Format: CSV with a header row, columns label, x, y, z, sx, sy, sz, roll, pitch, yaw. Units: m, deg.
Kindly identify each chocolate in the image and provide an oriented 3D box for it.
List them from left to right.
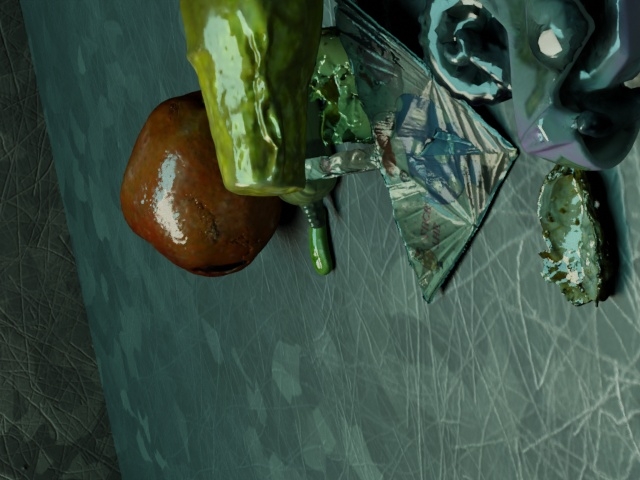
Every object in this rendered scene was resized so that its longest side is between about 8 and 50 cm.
label,x,y,z,sx,sy,sz,roll,pitch,yaw
chocolate,-0.061,-0.266,1.081,0.162,0.162,0.445,166,102,-66

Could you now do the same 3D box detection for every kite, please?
label,x,y,z,sx,sy,sz,roll,pitch,yaw
kite,0.073,-0.086,1.093,0.314,0.011,0.335,1,115,51

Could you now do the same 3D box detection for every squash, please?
label,x,y,z,sx,sy,sz,roll,pitch,yaw
squash,-0.001,0.000,1.366,0.027,0.027,0.089,17,117,62

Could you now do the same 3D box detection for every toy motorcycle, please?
label,x,y,z,sx,sy,sz,roll,pitch,yaw
toy motorcycle,0.196,-0.170,0.726,0.188,0.143,0.327,59,138,13

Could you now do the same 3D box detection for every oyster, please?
label,x,y,z,sx,sy,sz,roll,pitch,yaw
oyster,0.212,-0.008,0.899,0.086,0.029,0.132,42,137,41

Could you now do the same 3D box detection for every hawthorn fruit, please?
label,x,y,z,sx,sy,sz,roll,pitch,yaw
hawthorn fruit,-0.143,-0.102,1.406,0.211,0.211,0.299,50,138,43

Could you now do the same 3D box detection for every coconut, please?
label,x,y,z,sx,sy,sz,roll,pitch,yaw
coconut,0.035,-0.157,1.145,0.158,0.055,0.133,42,143,25

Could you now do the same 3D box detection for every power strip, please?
label,x,y,z,sx,sy,sz,roll,pitch,yaw
power strip,-0.056,-0.200,1.320,0.092,0.066,0.387,-17,89,68
